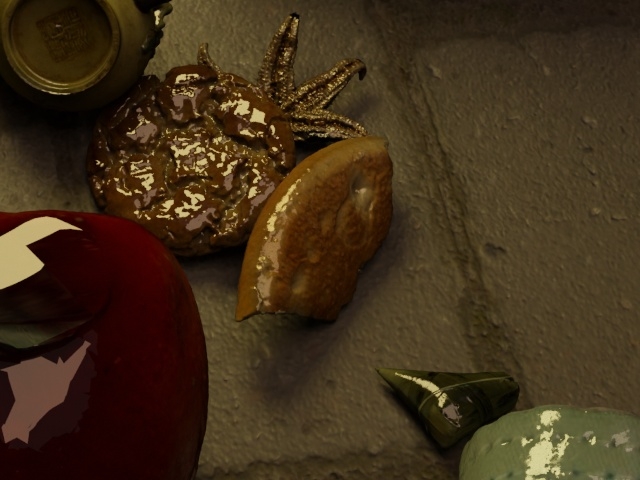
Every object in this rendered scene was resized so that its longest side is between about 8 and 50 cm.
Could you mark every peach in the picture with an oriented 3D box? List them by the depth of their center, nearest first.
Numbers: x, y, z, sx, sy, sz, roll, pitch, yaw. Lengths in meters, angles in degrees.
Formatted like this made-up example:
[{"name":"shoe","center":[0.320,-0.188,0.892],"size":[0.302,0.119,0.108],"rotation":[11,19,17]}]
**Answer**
[{"name":"peach","center":[-0.262,0.133,1.719],"size":[0.335,0.310,0.406],"rotation":[16,56,-5]}]

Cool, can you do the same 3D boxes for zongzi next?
[{"name":"zongzi","center":[0.127,0.141,1.949],"size":[0.104,0.052,0.113],"rotation":[-24,52,-33]}]

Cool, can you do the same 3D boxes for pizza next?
[{"name":"pizza","center":[-0.001,-0.007,1.979],"size":[0.134,0.056,0.271],"rotation":[47,56,-33]}]

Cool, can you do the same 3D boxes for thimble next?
[{"name":"thimble","center":[0.237,0.252,1.784],"size":[0.237,0.237,0.150],"rotation":[11,56,-4]}]

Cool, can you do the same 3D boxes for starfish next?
[{"name":"starfish","center":[-0.041,-0.130,2.084],"size":[0.213,0.057,0.238],"rotation":[17,69,3]}]

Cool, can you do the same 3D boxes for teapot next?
[{"name":"teapot","center":[-0.240,-0.230,2.033],"size":[0.269,0.182,0.173],"rotation":[-25,103,9]}]

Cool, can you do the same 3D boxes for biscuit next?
[{"name":"biscuit","center":[-0.132,-0.085,2.015],"size":[0.225,0.042,0.226],"rotation":[-2,64,3]}]
